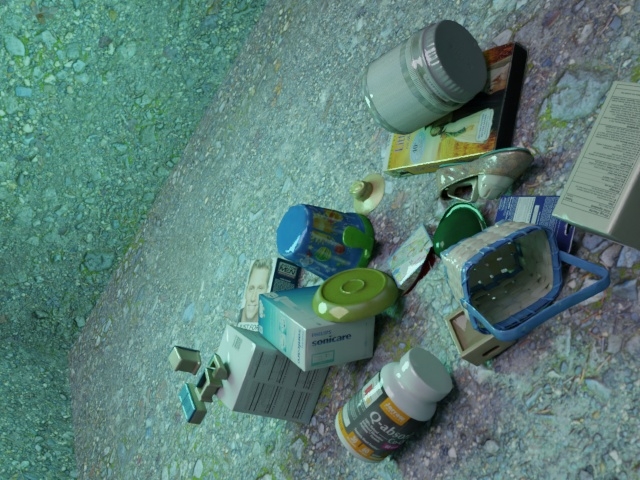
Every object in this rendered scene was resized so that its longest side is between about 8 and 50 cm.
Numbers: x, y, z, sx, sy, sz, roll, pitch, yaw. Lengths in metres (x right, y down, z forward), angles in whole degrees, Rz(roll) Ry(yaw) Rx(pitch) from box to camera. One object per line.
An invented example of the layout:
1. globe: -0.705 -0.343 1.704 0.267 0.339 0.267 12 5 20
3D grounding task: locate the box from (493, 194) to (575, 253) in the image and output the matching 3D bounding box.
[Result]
1. box: 0.483 -0.034 1.592 0.225 0.037 0.136 5 78 57

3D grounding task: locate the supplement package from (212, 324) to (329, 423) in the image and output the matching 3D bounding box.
1. supplement package: -0.153 0.387 2.073 0.199 0.263 0.198 21 92 57

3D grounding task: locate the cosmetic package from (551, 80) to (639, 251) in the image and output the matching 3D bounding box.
1. cosmetic package: 0.603 -0.146 1.396 0.153 0.129 0.296 33 100 55

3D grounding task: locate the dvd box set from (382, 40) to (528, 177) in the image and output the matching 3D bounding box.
1. dvd box set: 0.351 -0.340 1.925 0.420 0.062 0.307 -3 70 55

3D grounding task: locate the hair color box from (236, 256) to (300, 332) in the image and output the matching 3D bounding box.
1. hair color box: -0.182 0.237 2.345 0.174 0.105 0.347 -9 65 53

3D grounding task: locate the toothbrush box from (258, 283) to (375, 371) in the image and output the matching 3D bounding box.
1. toothbrush box: -0.017 0.234 1.984 0.295 0.216 0.126 24 117 56

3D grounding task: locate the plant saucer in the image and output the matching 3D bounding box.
1. plant saucer: 0.090 0.135 1.916 0.241 0.241 0.037 36 144 56

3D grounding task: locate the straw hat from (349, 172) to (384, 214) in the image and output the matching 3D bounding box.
1. straw hat: 0.124 -0.151 2.152 0.144 0.061 0.144 -30 50 44

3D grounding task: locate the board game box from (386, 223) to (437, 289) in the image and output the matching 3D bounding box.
1. board game box: 0.247 0.044 1.899 0.154 0.026 0.103 -49 38 28

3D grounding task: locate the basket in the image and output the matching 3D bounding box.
1. basket: 0.403 0.081 1.455 0.255 0.201 0.289 -25 22 -10

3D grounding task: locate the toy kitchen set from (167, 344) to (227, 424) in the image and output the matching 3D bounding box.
1. toy kitchen set: -0.381 0.390 2.009 0.207 0.166 0.122 -60 34 17

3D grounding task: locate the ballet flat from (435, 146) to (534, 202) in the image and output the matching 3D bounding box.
1. ballet flat: 0.394 -0.146 1.733 0.316 0.108 0.106 -10 69 64

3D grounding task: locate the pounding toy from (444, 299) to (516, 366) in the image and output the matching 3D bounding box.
1. pounding toy: 0.352 0.208 1.616 0.141 0.100 0.130 -39 43 23

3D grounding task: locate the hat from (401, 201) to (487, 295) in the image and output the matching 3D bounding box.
1. hat: 0.279 0.001 1.706 0.173 0.184 0.208 -49 49 44

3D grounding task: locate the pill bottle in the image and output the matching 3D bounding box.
1. pill bottle: 0.173 0.390 1.697 0.278 0.162 0.162 -50 38 28

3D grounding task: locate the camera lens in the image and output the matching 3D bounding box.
1. camera lens: 0.259 -0.412 1.839 0.274 0.219 0.219 -23 55 47

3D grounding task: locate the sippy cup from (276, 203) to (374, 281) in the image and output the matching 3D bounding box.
1. sippy cup: 0.000 0.000 2.100 0.305 0.224 0.240 -44 41 33
